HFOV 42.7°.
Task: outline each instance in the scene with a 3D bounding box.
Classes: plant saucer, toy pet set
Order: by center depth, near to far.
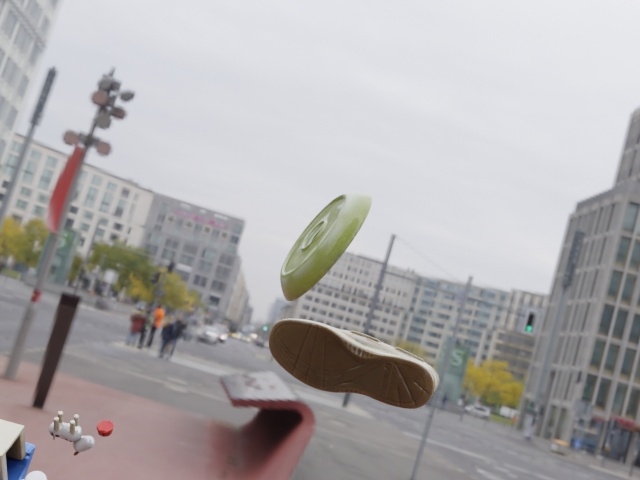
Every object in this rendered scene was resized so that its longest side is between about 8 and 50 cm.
[{"bbox_3d":[-0.254,0.208,0.711,0.114,0.065,0.122,14,32,7],"label":"toy pet set"},{"bbox_3d":[0.000,0.000,1.446,0.037,0.241,0.241,39,-13,-12],"label":"plant saucer"}]

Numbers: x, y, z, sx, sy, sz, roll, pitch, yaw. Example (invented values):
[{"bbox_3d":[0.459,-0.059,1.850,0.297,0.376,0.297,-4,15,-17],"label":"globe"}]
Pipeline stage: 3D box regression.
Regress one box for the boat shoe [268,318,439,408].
[{"bbox_3d":[0.063,0.239,1.598,0.341,0.122,0.110,19,7,17],"label":"boat shoe"}]
